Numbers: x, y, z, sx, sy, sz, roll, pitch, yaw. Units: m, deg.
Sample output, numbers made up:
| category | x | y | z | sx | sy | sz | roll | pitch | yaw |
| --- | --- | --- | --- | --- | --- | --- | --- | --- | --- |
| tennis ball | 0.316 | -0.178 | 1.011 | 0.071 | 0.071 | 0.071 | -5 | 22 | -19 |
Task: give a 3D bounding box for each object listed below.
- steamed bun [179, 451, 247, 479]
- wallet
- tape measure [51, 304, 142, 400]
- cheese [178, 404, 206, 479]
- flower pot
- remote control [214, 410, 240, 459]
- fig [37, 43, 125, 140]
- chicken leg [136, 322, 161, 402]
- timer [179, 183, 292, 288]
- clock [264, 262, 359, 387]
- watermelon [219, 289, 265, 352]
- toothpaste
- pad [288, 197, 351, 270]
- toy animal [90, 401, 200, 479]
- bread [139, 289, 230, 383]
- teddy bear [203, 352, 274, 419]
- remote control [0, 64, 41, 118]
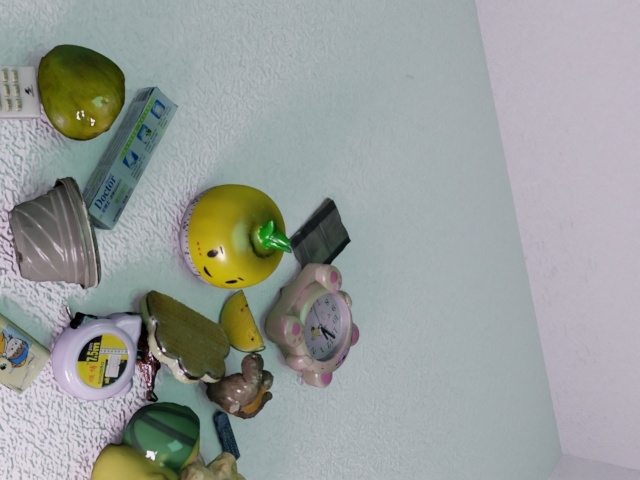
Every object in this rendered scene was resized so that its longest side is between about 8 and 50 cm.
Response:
| category | x | y | z | sx | sy | sz | roll | pitch | yaw |
| --- | --- | --- | --- | --- | --- | --- | --- | --- | --- |
| steamed bun | -0.265 | 0.660 | 1.705 | 0.292 | 0.137 | 0.296 | 41 | 79 | -44 |
| wallet | -0.614 | 0.220 | 1.403 | 0.155 | 0.039 | 0.110 | 51 | 53 | -36 |
| tape measure | -0.477 | 0.239 | 1.516 | 0.178 | 0.105 | 0.196 | 15 | 85 | -41 |
| cheese | -0.327 | 0.519 | 1.746 | 0.127 | 0.049 | 0.235 | -4 | 95 | -49 |
| flower pot | -0.523 | -0.005 | 1.394 | 0.140 | 0.235 | 0.236 | -12 | 101 | -27 |
| remote control | -0.244 | 0.511 | 1.865 | 0.043 | 0.027 | 0.153 | -38 | 121 | -50 |
| fig | -0.482 | -0.301 | 1.441 | 0.191 | 0.181 | 0.181 | 49 | 52 | -9 |
| chicken leg | -0.408 | 0.264 | 1.643 | 0.089 | 0.048 | 0.219 | -40 | 120 | -38 |
| timer | -0.178 | -0.010 | 1.740 | 0.285 | 0.285 | 0.286 | -2 | 93 | -50 |
| clock | -0.010 | 0.250 | 2.065 | 0.284 | 0.114 | 0.310 | -54 | 130 | -33 |
| watermelon | -0.212 | 0.223 | 1.832 | 0.075 | 0.092 | 0.182 | -4 | 54 | -31 |
| toothpaste | -0.430 | -0.186 | 1.591 | 0.081 | 0.067 | 0.337 | 43 | 60 | -42 |
| pad | 0.001 | 0.000 | 2.145 | 0.233 | 0.022 | 0.174 | -47 | 125 | -37 |
| toy animal | -0.392 | 0.502 | 1.563 | 0.191 | 0.216 | 0.338 | 35 | 59 | -15 |
| bread | -0.317 | 0.242 | 1.678 | 0.286 | 0.056 | 0.207 | 39 | 29 | -38 |
| teddy bear | -0.198 | 0.386 | 1.814 | 0.190 | 0.177 | 0.140 | 65 | 10 | -57 |
| remote control | -0.659 | -0.274 | 1.322 | 0.277 | 0.055 | 0.103 | -12 | 100 | -50 |
